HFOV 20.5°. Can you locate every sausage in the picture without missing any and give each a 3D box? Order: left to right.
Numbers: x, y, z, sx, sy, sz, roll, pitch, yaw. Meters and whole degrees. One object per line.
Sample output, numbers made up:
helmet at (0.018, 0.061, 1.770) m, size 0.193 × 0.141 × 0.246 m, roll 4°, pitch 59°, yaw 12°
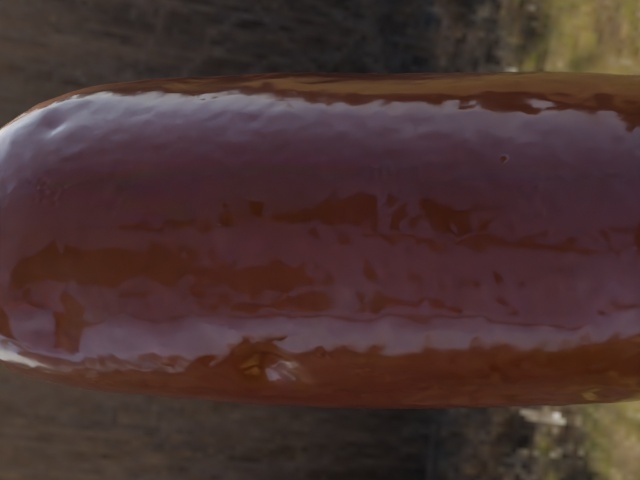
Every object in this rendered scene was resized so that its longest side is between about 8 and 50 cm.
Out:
sausage at (0.000, 0.000, 0.553) m, size 0.113 × 0.259 × 0.113 m, roll 0°, pitch -90°, yaw -73°
